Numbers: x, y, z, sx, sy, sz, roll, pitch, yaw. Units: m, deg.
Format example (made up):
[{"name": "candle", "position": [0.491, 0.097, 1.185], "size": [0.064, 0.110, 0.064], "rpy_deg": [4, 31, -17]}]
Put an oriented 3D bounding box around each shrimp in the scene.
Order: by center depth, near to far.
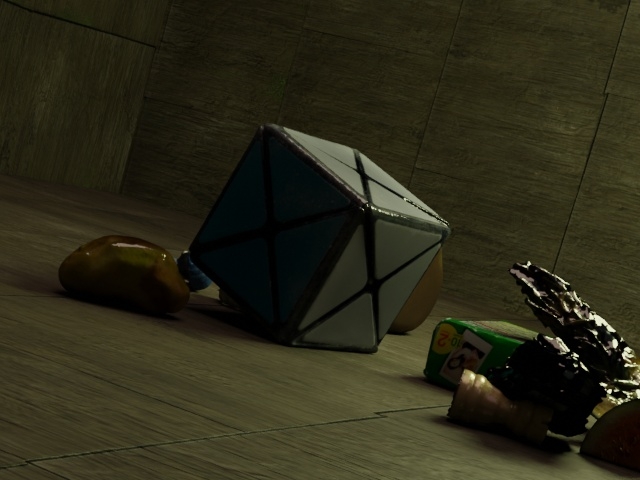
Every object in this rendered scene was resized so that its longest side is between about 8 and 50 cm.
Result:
[{"name": "shrimp", "position": [0.370, 0.163, 1.885], "size": [0.365, 0.071, 0.233], "rpy_deg": [52, 24, 22]}]

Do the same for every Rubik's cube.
[{"name": "Rubik's cube", "position": [0.000, 0.000, 2.066], "size": [0.260, 0.259, 0.254], "rpy_deg": [37, 16, 32]}]

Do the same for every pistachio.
[{"name": "pistachio", "position": [-0.271, 0.041, 1.901], "size": [0.189, 0.100, 0.110], "rpy_deg": [12, 12, -17]}]

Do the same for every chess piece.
[{"name": "chess piece", "position": [0.223, 0.210, 1.674], "size": [0.122, 0.066, 0.066], "rpy_deg": [21, 4, 10]}]

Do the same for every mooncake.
[{"name": "mooncake", "position": [0.126, 0.063, 2.490], "size": [0.117, 0.235, 0.234], "rpy_deg": [21, 6, 34]}]

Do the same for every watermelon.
[{"name": "watermelon", "position": [0.406, 0.258, 1.698], "size": [0.135, 0.125, 0.094], "rpy_deg": [36, 19, -40]}]

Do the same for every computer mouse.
[{"name": "computer mouse", "position": [0.286, 0.176, 1.709], "size": [0.146, 0.078, 0.242], "rpy_deg": [28, -20, -2]}]

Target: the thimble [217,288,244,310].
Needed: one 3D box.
[{"name": "thimble", "position": [-0.124, 0.082, 2.248], "size": [0.110, 0.062, 0.084], "rpy_deg": [19, 4, 43]}]

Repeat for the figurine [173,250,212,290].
[{"name": "figurine", "position": [-0.245, 0.041, 2.306], "size": [0.136, 0.079, 0.077], "rpy_deg": [18, 43, -24]}]

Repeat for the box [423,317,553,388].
[{"name": "box", "position": [0.281, 0.185, 2.020], "size": [0.180, 0.103, 0.250], "rpy_deg": [17, 5, 31]}]
